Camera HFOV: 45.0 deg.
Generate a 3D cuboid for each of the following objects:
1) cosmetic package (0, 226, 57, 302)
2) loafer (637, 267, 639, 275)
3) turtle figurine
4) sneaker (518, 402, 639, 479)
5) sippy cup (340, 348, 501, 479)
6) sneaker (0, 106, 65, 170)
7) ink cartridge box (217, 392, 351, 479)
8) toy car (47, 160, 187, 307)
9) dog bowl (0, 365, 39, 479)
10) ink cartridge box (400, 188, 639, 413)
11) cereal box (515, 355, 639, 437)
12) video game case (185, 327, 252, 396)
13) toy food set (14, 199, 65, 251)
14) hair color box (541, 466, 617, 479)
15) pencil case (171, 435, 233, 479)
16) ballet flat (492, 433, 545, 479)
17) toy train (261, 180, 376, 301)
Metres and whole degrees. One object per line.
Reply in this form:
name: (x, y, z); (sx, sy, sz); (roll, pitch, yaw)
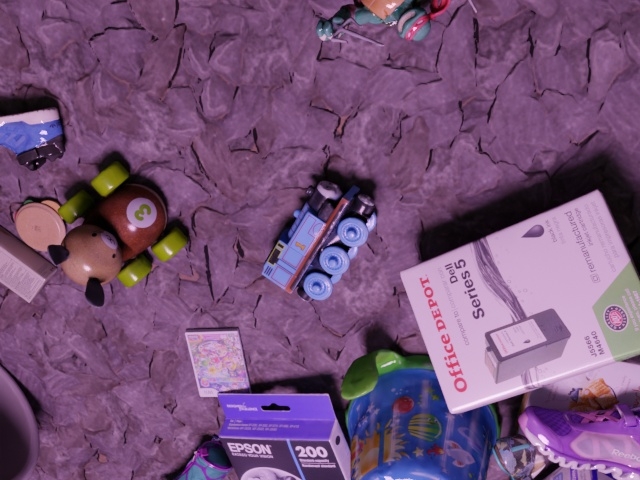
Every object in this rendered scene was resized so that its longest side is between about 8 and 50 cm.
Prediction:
cosmetic package: (-0.473, 0.036, 1.192); (0.115, 0.041, 0.060); (40, 116, -8)
loafer: (0.434, 0.085, 1.016); (0.080, 0.078, 0.220); (45, 115, -11)
turtle figurine: (0.059, -0.299, 0.891); (0.175, 0.118, 0.234); (-45, 85, 10)
sneaker: (0.389, 0.262, 1.052); (0.236, 0.095, 0.105); (19, 113, -3)
sippy cup: (0.139, 0.320, 1.103); (0.305, 0.224, 0.240); (25, 116, -1)
sneaker: (-0.435, -0.136, 1.094); (0.152, 0.058, 0.085); (-7, 105, 7)
ink cartridge box: (-0.053, 0.333, 1.221); (0.206, 0.045, 0.208); (-6, 117, 27)
toy car: (-0.300, 0.008, 1.062); (0.149, 0.188, 0.155); (-34, 105, 23)
dog bowl: (-0.582, 0.282, 1.173); (0.102, 0.349, 0.349); (-40, 102, 12)
ink cartridge box: (0.266, 0.085, 0.985); (0.272, 0.115, 0.198); (-24, 74, 20)
cereal box: (0.416, 0.234, 1.106); (0.240, 0.047, 0.173); (9, 117, 7)
video game case: (-0.161, 0.194, 1.222); (0.087, 0.011, 0.122); (-3, 114, 12)
toy food set: (-0.423, -0.022, 1.166); (0.082, 0.020, 0.083); (0, 115, 11)
hair color box: (0.324, 0.478, 1.138); (0.110, 0.185, 0.339); (31, 124, -6)
pencil case: (-0.211, 0.398, 1.297); (0.070, 0.064, 0.152); (32, 117, -19)
ballet flat: (0.295, 0.321, 1.120); (0.070, 0.070, 0.188); (-9, 157, 15)
toy train: (0.000, 0.000, 1.064); (0.105, 0.080, 0.184); (33, 117, 2)
